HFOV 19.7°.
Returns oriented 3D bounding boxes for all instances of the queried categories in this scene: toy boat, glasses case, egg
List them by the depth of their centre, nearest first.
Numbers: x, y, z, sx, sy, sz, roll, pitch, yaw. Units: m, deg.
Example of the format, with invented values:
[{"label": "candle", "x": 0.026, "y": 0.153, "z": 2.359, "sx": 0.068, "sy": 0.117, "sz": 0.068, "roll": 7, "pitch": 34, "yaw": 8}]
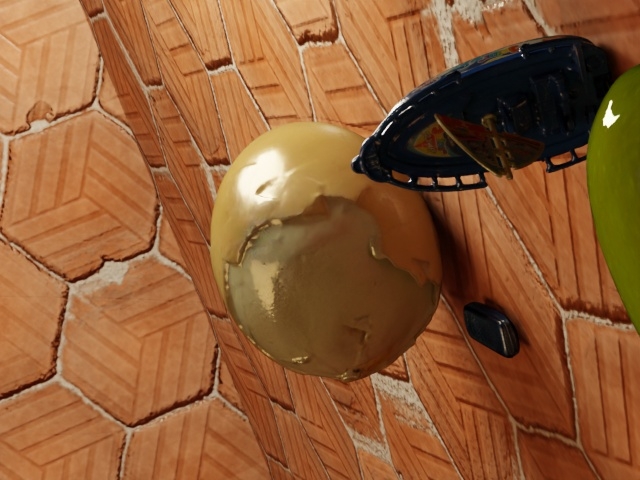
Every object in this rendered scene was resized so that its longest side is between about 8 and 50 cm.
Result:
[{"label": "toy boat", "x": 0.104, "y": -0.066, "z": 1.139, "sx": 0.110, "sy": 0.175, "sz": 0.091, "roll": -105, "pitch": -1, "yaw": -63}, {"label": "glasses case", "x": 0.147, "y": 0.073, "z": 1.558, "sx": 0.083, "sy": 0.023, "sz": 0.033, "roll": -153, "pitch": 50, "yaw": -67}, {"label": "egg", "x": 0.000, "y": 0.000, "z": 1.637, "sx": 0.201, "sy": 0.201, "sz": 0.244, "roll": 83, "pitch": 171, "yaw": -49}]

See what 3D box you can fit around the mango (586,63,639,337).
[{"label": "mango", "x": 0.247, "y": 0.051, "z": 0.845, "sx": 0.343, "sy": 0.156, "sz": 0.192, "roll": 60, "pitch": 166, "yaw": 22}]
